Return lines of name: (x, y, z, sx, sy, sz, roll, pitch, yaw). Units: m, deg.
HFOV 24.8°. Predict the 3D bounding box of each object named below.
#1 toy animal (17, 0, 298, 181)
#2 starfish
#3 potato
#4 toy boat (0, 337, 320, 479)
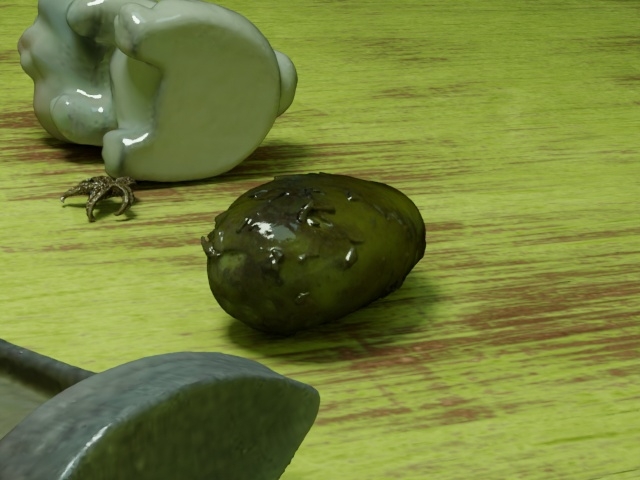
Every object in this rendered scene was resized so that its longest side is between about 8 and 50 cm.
toy animal: (-0.198, -0.196, 1.566, 0.241, 0.196, 0.367, -4, 22, -43)
starfish: (-0.205, -0.045, 1.378, 0.078, 0.028, 0.091, -12, 21, -34)
potato: (0.000, 0.000, 1.174, 0.149, 0.113, 0.251, 12, 23, 29)
toy boat: (-0.173, 0.127, 0.832, 0.293, 0.111, 0.276, -1, 17, 23)
